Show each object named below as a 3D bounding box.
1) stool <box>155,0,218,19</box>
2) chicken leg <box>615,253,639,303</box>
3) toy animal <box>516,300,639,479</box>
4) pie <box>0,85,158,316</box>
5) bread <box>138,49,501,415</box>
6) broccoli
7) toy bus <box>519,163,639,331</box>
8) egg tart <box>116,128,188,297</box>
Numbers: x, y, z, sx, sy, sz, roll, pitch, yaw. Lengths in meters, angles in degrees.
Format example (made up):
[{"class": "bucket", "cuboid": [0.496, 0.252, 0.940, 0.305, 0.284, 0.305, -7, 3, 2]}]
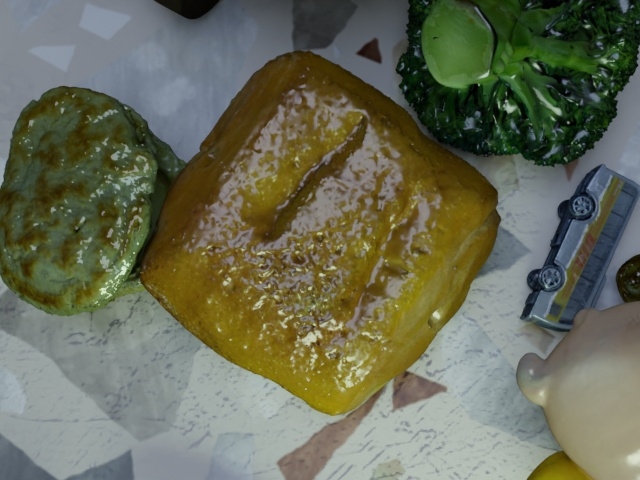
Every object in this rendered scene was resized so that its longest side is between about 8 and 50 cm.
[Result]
[{"class": "stool", "cuboid": [-0.221, -0.392, 1.680, 0.264, 0.179, 0.179, 29, 84, 9]}, {"class": "chicken leg", "cuboid": [0.399, 0.085, 1.598, 0.178, 0.070, 0.093, 39, 60, -2]}, {"class": "toy animal", "cuboid": [0.343, 0.217, 1.515, 0.277, 0.247, 0.345, -26, 90, 33]}, {"class": "pie", "cuboid": [-0.256, -0.038, 1.585, 0.201, 0.090, 0.248, 11, 86, 26]}, {"class": "bread", "cuboid": [0.001, 0.000, 1.569, 0.337, 0.148, 0.328, 38, 82, -5]}, {"class": "broccoli", "cuboid": [0.195, -0.210, 1.565, 0.297, 0.297, 0.298, 10, 111, 28]}, {"class": "toy bus", "cuboid": [0.286, 0.011, 1.622, 0.075, 0.064, 0.190, 24, 83, -3]}, {"class": "egg tart", "cuboid": [-0.223, -0.028, 1.668, 0.197, 0.078, 0.197, -1, 80, 8]}]
